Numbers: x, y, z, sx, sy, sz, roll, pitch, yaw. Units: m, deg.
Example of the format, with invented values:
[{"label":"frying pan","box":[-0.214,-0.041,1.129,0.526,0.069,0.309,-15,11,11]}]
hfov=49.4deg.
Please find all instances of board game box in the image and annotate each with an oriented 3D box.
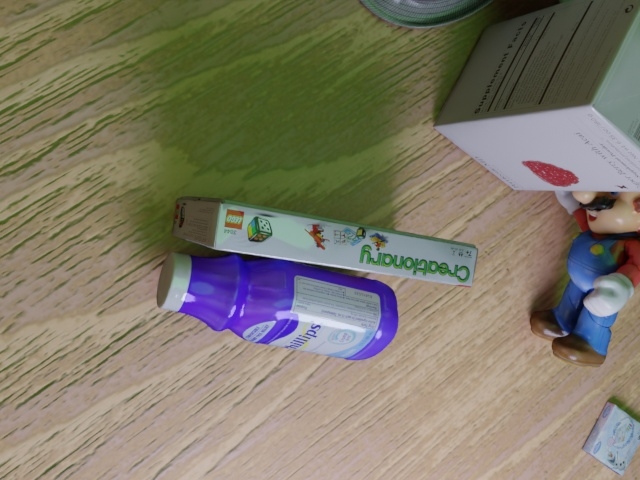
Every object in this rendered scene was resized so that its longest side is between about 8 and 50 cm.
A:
[{"label":"board game box","box":[0.000,0.000,0.806,0.305,0.193,0.053,10,91,-24]},{"label":"board game box","box":[0.483,0.325,1.142,0.090,0.020,0.090,36,81,-23]}]

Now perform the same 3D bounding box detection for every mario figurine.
[{"label":"mario figurine","box":[0.371,0.002,0.969,0.170,0.198,0.320,3,109,-45]}]

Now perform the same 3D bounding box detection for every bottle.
[{"label":"bottle","box":[-0.049,0.075,0.832,0.283,0.118,0.092,15,55,-25]}]

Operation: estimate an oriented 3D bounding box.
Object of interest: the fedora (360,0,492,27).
[{"label":"fedora","box":[0.160,-0.398,0.846,0.275,0.124,0.243,-27,104,-7]}]

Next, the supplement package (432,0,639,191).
[{"label":"supplement package","box":[0.318,-0.176,0.873,0.177,0.293,0.175,32,82,-23]}]

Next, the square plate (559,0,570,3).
[{"label":"square plate","box":[0.350,-0.456,0.880,0.347,0.049,0.344,37,65,-50]}]
